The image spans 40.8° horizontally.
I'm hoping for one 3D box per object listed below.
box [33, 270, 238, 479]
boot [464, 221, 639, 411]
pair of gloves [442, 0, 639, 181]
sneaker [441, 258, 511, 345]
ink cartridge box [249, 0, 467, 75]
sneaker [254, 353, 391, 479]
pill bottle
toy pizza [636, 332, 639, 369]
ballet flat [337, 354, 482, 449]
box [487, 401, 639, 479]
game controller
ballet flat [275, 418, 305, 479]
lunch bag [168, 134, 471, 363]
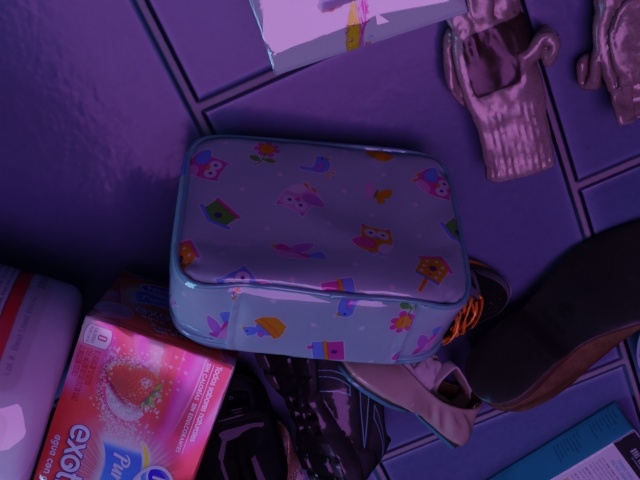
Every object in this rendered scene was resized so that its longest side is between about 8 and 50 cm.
[{"bbox_3d":[-0.190,0.203,0.854,0.142,0.154,0.300,20,102,-5],"label":"box"},{"bbox_3d":[0.305,0.089,0.980,0.305,0.112,0.115,-37,145,6],"label":"boot"},{"bbox_3d":[0.241,-0.186,0.853,0.240,0.042,0.204,-24,112,3],"label":"pair of gloves"},{"bbox_3d":[0.125,0.077,0.921,0.214,0.083,0.084,-7,119,-29],"label":"sneaker"},{"bbox_3d":[0.018,-0.242,0.752,0.176,0.128,0.127,-17,116,3],"label":"ink cartridge box"},{"bbox_3d":[0.004,0.156,0.973,0.106,0.101,0.267,-28,108,-36],"label":"sneaker"},{"bbox_3d":[-0.451,0.097,0.806,0.407,0.229,0.229,18,112,-14],"label":"pill bottle"},{"bbox_3d":[0.468,0.108,1.010,0.201,0.032,0.201,-7,122,-11],"label":"toy pizza"},{"bbox_3d":[0.110,0.156,0.953,0.086,0.086,0.248,-38,137,12],"label":"ballet flat"},{"bbox_3d":[0.301,0.314,1.089,0.244,0.060,0.100,-35,115,10],"label":"box"},{"bbox_3d":[-0.201,0.254,0.978,0.319,0.067,0.167,-16,103,6],"label":"game controller"},{"bbox_3d":[-0.057,0.298,1.048,0.067,0.073,0.206,-2,122,-36],"label":"ballet flat"},{"bbox_3d":[0.000,0.000,0.820,0.279,0.224,0.108,6,135,-10],"label":"lunch bag"}]
